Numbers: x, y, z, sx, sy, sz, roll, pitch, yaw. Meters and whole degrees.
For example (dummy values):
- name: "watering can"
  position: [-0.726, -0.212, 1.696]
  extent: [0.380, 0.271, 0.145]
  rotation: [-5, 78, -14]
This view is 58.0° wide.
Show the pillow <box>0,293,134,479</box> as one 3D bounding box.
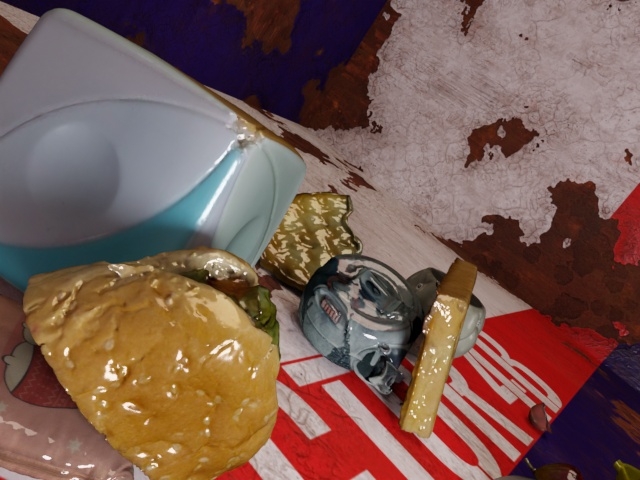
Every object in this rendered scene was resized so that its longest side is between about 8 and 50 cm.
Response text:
- name: "pillow"
  position: [-0.298, 0.164, 0.625]
  extent: [0.223, 0.084, 0.236]
  rotation: [36, 11, -24]

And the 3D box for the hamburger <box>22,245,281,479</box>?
- name: "hamburger"
  position: [-0.135, 0.123, 0.631]
  extent: [0.330, 0.209, 0.162]
  rotation: [59, -1, -34]

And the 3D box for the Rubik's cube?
- name: "Rubik's cube"
  position: [-0.260, -0.079, 0.856]
  extent: [0.352, 0.351, 0.347]
  rotation: [36, 6, 8]

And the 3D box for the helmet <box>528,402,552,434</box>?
- name: "helmet"
  position: [0.575, 0.471, 1.522]
  extent: [0.065, 0.049, 0.084]
  rotation: [65, 18, -46]

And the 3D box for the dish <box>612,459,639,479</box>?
- name: "dish"
  position: [0.746, 0.632, 1.288]
  extent: [0.262, 0.108, 0.221]
  rotation: [34, 16, -3]

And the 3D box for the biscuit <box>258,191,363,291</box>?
- name: "biscuit"
  position: [0.000, 0.000, 1.460]
  extent: [0.329, 0.078, 0.335]
  rotation: [36, 54, 12]

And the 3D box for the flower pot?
- name: "flower pot"
  position: [0.296, 0.197, 1.501]
  extent: [0.246, 0.195, 0.246]
  rotation: [30, 18, -11]

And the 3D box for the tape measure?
- name: "tape measure"
  position: [0.095, 0.151, 1.219]
  extent: [0.275, 0.147, 0.256]
  rotation: [36, 37, 10]

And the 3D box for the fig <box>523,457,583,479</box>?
- name: "fig"
  position: [0.489, 0.507, 1.226]
  extent: [0.125, 0.089, 0.089]
  rotation: [13, 5, 29]

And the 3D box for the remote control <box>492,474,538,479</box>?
- name: "remote control"
  position: [0.421, 0.460, 0.990]
  extent: [0.109, 0.055, 0.313]
  rotation: [22, -13, -13]

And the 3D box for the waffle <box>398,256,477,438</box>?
- name: "waffle"
  position: [0.249, 0.204, 1.197]
  extent: [0.077, 0.304, 0.348]
  rotation: [17, 15, 15]
